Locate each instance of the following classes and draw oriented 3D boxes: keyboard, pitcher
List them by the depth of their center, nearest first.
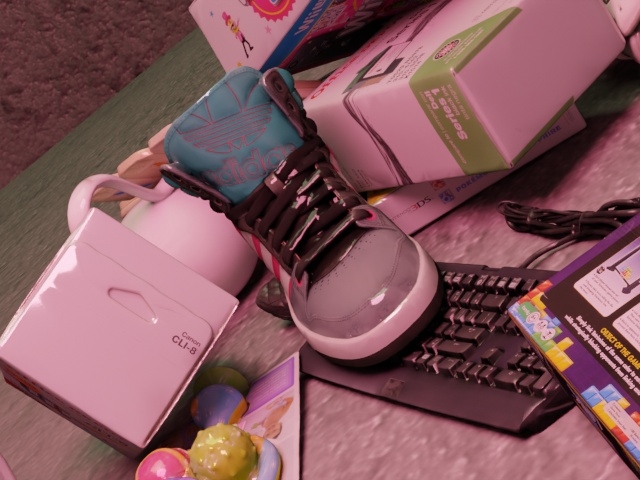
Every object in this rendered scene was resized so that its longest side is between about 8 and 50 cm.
[{"bbox_3d":[0.110,0.032,0.853,0.201,0.033,0.317,-43,19,-19],"label":"keyboard"},{"bbox_3d":[-0.145,0.001,1.156,0.125,0.177,0.207,5,27,28],"label":"pitcher"}]

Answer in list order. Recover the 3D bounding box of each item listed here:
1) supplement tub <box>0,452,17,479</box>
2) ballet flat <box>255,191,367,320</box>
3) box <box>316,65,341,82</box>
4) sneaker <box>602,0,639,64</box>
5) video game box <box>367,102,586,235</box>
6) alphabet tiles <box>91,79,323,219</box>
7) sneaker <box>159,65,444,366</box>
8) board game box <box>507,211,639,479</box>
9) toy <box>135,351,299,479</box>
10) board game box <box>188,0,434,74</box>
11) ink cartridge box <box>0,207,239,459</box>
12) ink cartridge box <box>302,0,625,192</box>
[{"bbox_3d":[-0.385,0.259,0.948,0.316,0.193,0.193,-37,17,1],"label":"supplement tub"},{"bbox_3d":[0.000,0.000,1.091,0.049,0.057,0.173,14,44,20],"label":"ballet flat"},{"bbox_3d":[0.045,-0.163,1.370,0.233,0.059,0.183,-27,6,27],"label":"box"},{"bbox_3d":[0.239,-0.198,1.029,0.330,0.122,0.146,165,112,-65],"label":"sneaker"},{"bbox_3d":[0.127,-0.096,1.122,0.187,0.048,0.205,-30,19,13],"label":"video game box"},{"bbox_3d":[-0.072,-0.083,1.231,0.278,0.021,0.284,-6,-18,-41],"label":"alphabet tiles"},{"bbox_3d":[-0.024,-0.035,0.923,0.124,0.178,0.295,-43,25,-1],"label":"sneaker"},{"bbox_3d":[0.185,0.043,0.616,0.141,0.048,0.170,-35,26,2],"label":"board game box"},{"bbox_3d":[-0.082,0.154,0.864,0.137,0.056,0.237,-34,17,14],"label":"toy"},{"bbox_3d":[0.066,-0.257,1.108,0.303,0.097,0.224,-22,-14,-37],"label":"board game box"},{"bbox_3d":[-0.154,0.076,0.961,0.127,0.128,0.176,-58,2,-17],"label":"ink cartridge box"},{"bbox_3d":[0.101,-0.125,1.014,0.160,0.092,0.219,-45,21,-27],"label":"ink cartridge box"}]
